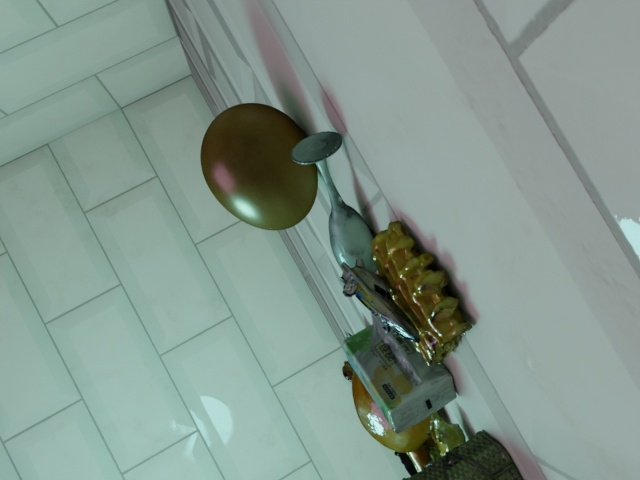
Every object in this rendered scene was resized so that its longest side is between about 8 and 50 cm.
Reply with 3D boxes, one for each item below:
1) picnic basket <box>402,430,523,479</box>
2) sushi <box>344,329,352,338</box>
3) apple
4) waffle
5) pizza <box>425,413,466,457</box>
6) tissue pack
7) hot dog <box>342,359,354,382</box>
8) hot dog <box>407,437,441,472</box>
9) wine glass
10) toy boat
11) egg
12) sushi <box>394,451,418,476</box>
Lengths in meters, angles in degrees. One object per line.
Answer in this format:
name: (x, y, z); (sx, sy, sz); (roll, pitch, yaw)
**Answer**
picnic basket: (0.283, 0.489, 1.044); (0.154, 0.196, 0.134); (62, 173, -3)
sushi: (0.210, 0.430, 1.866); (0.264, 0.050, 0.290); (32, 155, 34)
apple: (0.194, 0.408, 1.489); (0.179, 0.254, 0.346); (26, -160, -39)
waffle: (0.170, 0.109, 0.922); (0.309, 0.065, 0.283); (63, 173, -23)
pizza: (0.342, 0.512, 1.215); (0.287, 0.075, 0.280); (60, 167, -9)
tissue pack: (0.162, 0.267, 1.176); (0.229, 0.159, 0.145); (52, 167, 51)
hot dog: (0.192, 0.469, 1.735); (0.272, 0.122, 0.196); (45, 164, -27)
hot dog: (0.327, 0.602, 1.456); (0.337, 0.135, 0.100); (56, 138, 33)
wine glass: (0.000, 0.000, 1.004); (0.096, 0.264, 0.309); (8, 137, 34)
toy boat: (0.105, 0.108, 0.920); (0.084, 0.066, 0.210); (25, -166, -43)
egg: (-0.134, -0.161, 1.237); (0.250, 0.250, 0.322); (52, 174, 49)
sushi: (0.311, 0.655, 1.675); (0.172, 0.153, 0.150); (38, -173, 9)
